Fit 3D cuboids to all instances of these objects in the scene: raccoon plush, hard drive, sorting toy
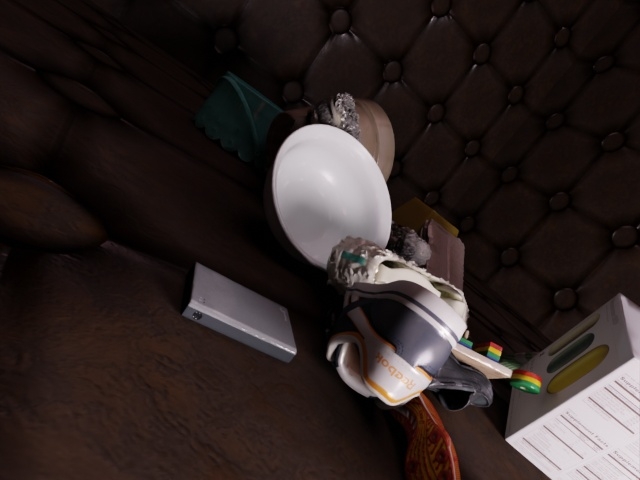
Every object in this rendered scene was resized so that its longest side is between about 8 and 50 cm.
[{"bbox_3d":[0.119,-0.162,1.063,0.446,0.299,0.216,21,19,-16],"label":"raccoon plush"},{"bbox_3d":[-0.093,0.083,0.503,0.135,0.022,0.094,32,14,-23],"label":"hard drive"},{"bbox_3d":[0.234,0.189,0.756,0.274,0.046,0.132,26,-23,-2],"label":"sorting toy"}]

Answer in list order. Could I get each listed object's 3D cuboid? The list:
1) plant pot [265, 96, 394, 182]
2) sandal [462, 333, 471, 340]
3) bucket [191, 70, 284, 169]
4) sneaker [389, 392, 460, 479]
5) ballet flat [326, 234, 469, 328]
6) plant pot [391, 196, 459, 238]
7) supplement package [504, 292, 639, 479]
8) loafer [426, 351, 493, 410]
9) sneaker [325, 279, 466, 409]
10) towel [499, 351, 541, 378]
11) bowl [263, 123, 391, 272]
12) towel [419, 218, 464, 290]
[{"bbox_3d":[0.006,-0.263,1.263,0.280,0.323,0.323,-6,39,-36],"label":"plant pot"},{"bbox_3d":[0.291,0.201,1.062,0.180,0.049,0.072,30,-1,44],"label":"sandal"},{"bbox_3d":[-0.233,-0.374,1.336,0.281,0.183,0.281,34,12,-9],"label":"bucket"},{"bbox_3d":[0.127,0.231,0.490,0.067,0.064,0.175,44,14,-14],"label":"sneaker"},{"bbox_3d":[0.185,0.116,0.810,0.408,0.147,0.147,27,17,-34],"label":"ballet flat"},{"bbox_3d":[0.346,-0.023,1.509,0.212,0.187,0.212,31,12,-27],"label":"plant pot"},{"bbox_3d":[0.488,0.274,0.727,0.198,0.263,0.199,39,35,9],"label":"supplement package"},{"bbox_3d":[0.216,0.238,0.701,0.223,0.076,0.078,39,49,-37],"label":"loafer"},{"bbox_3d":[0.067,0.133,0.574,0.126,0.127,0.321,38,-12,4],"label":"sneaker"},{"bbox_3d":[0.558,0.344,0.984,0.247,0.038,0.325,40,-14,8],"label":"towel"},{"bbox_3d":[-0.004,-0.069,0.868,0.297,0.298,0.134,29,-27,-31],"label":"bowl"},{"bbox_3d":[0.378,0.082,1.340,0.187,0.049,0.282,30,55,-27],"label":"towel"}]
